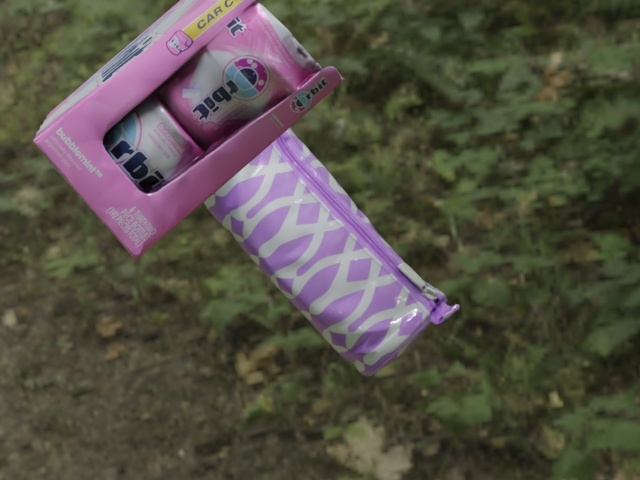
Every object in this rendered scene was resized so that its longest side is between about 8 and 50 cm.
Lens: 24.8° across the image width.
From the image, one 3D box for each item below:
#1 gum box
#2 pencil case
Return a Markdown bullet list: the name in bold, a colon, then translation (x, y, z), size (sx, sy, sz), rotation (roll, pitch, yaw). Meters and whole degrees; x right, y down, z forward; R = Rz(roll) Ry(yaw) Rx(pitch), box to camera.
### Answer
- **gum box**: translation (-0.061, -0.061, 0.631), size (0.107, 0.062, 0.188), rotation (-40, 12, -1)
- **pencil case**: translation (0.000, 0.000, 1.005), size (0.086, 0.206, 0.088), rotation (-46, 2, -41)
